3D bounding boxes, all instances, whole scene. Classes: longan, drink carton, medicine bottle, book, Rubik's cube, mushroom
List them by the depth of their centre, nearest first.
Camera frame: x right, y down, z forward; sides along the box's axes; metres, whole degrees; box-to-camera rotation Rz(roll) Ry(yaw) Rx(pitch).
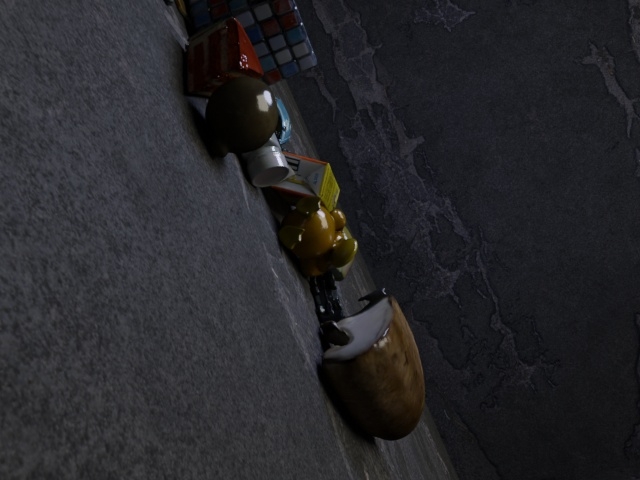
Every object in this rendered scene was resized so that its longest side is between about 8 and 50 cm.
[{"bbox_3d":[-0.183,-0.266,1.279,0.159,0.204,0.185,31,-25,-8],"label":"longan"},{"bbox_3d":[0.169,0.373,1.461,0.314,0.224,0.397,-89,155,-75],"label":"mushroom"},{"bbox_3d":[-0.181,-0.294,1.533,0.161,0.111,0.296,55,11,-74],"label":"medicine bottle"},{"bbox_3d":[-0.395,-0.687,1.621,0.118,0.012,0.172,40,27,-73],"label":"book"},{"bbox_3d":[-0.208,-0.651,1.700,0.287,0.292,0.293,61,12,-57],"label":"Rubik's cube"},{"bbox_3d":[-0.037,-0.161,1.737,0.351,0.154,0.111,45,60,-81],"label":"drink carton"}]

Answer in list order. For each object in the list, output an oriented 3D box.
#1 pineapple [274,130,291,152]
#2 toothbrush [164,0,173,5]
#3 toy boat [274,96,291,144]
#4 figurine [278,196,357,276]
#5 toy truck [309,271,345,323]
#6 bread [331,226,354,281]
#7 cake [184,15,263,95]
[{"bbox_3d":[-0.181,-0.327,1.701,0.221,0.103,0.083,59,20,-15],"label":"pineapple"},{"bbox_3d":[-0.416,-0.715,1.522,0.030,0.030,0.297,20,42,-42],"label":"toothbrush"},{"bbox_3d":[-0.181,-0.443,2.114,0.102,0.088,0.215,-5,67,-45],"label":"toy boat"},{"bbox_3d":[-0.008,-0.006,1.599,0.228,0.215,0.215,37,20,-21],"label":"figurine"},{"bbox_3d":[0.018,0.163,1.652,0.202,0.074,0.088,-106,177,-48],"label":"toy truck"},{"bbox_3d":[0.032,0.022,1.815,0.158,0.156,0.261,52,16,-53],"label":"bread"},{"bbox_3d":[-0.224,-0.386,1.359,0.262,0.158,0.160,-103,165,-46],"label":"cake"}]
